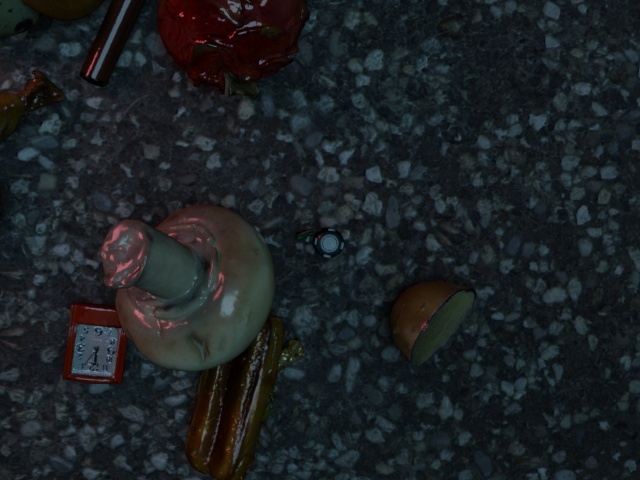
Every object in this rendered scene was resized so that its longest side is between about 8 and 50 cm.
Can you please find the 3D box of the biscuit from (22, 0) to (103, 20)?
[{"bbox_3d":[-0.468,-0.518,1.512,0.262,0.037,0.261,12,74,-51],"label":"biscuit"}]

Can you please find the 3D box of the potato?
[{"bbox_3d":[0.213,0.146,1.772,0.117,0.182,0.202,36,76,29],"label":"potato"}]

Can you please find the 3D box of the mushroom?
[{"bbox_3d":[-0.245,0.067,1.529,0.315,0.336,0.314,-7,70,19],"label":"mushroom"}]

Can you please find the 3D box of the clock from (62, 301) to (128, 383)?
[{"bbox_3d":[-0.428,0.197,1.653,0.113,0.061,0.155,8,96,-14],"label":"clock"}]

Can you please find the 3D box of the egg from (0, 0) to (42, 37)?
[{"bbox_3d":[-0.596,-0.438,1.499,0.228,0.177,0.177,19,90,-34],"label":"egg"}]

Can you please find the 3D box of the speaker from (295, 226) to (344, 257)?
[{"bbox_3d":[0.000,-0.005,1.728,0.094,0.075,0.060,32,89,-6],"label":"speaker"}]

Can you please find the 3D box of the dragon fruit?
[{"bbox_3d":[-0.155,-0.429,1.557,0.278,0.277,0.342,3,96,-14],"label":"dragon fruit"}]

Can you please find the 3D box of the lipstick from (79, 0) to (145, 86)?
[{"bbox_3d":[-0.355,-0.457,1.613,0.057,0.057,0.356,25,90,-14],"label":"lipstick"}]

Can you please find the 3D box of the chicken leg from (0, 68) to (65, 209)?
[{"bbox_3d":[-0.630,-0.149,1.543,0.409,0.182,0.295,-36,112,-24],"label":"chicken leg"}]

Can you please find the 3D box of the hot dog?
[{"bbox_3d":[-0.160,0.296,1.686,0.158,0.117,0.348,11,88,30],"label":"hot dog"}]

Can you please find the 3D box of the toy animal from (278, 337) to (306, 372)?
[{"bbox_3d":[-0.077,0.235,1.749,0.083,0.081,0.060,-33,113,28],"label":"toy animal"}]
